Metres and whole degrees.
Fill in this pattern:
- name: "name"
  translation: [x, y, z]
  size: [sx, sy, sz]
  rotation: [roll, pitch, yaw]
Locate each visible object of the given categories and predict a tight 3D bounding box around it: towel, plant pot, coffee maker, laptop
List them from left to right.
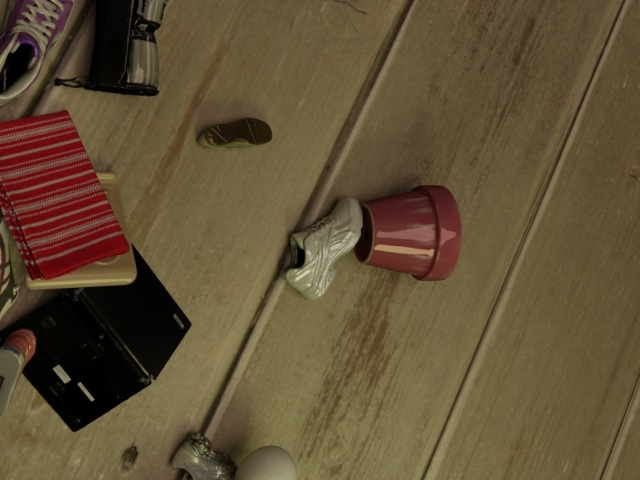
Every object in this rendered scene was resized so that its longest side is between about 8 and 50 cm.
- name: "towel"
  translation: [-0.439, -0.079, 1.554]
  size: [0.199, 0.031, 0.274]
  rotation: [-21, 86, -49]
- name: "laptop"
  translation: [-0.398, 0.163, 1.689]
  size: [0.264, 0.136, 0.234]
  rotation: [-33, 112, 0]
- name: "coffee maker"
  translation: [-0.353, -0.346, 1.618]
  size: [0.171, 0.120, 0.178]
  rotation: [3, 91, -33]
- name: "plant pot"
  translation: [0.170, -0.016, 1.959]
  size: [0.180, 0.201, 0.201]
  rotation: [0, 93, -18]

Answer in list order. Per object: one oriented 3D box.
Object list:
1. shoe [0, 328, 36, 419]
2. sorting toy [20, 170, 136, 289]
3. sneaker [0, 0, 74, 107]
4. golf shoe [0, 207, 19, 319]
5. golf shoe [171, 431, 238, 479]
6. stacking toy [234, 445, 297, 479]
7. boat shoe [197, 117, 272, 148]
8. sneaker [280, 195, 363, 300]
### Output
- name: "shoe"
  translation: [-0.525, 0.228, 1.568]
  size: [0.063, 0.081, 0.178]
  rotation: [29, 115, -5]
- name: "sorting toy"
  translation: [-0.424, -0.018, 1.613]
  size: [0.193, 0.038, 0.208]
  rotation: [-2, 70, -33]
- name: "sneaker"
  translation: [-0.460, -0.336, 1.524]
  size: [0.102, 0.161, 0.282]
  rotation: [30, 76, -30]
- name: "golf shoe"
  translation: [-0.551, 0.044, 1.544]
  size: [0.120, 0.105, 0.272]
  rotation: [27, 78, -55]
- name: "golf shoe"
  translation: [-0.213, 0.446, 1.815]
  size: [0.086, 0.069, 0.176]
  rotation: [-43, 115, 0]
- name: "stacking toy"
  translation: [-0.155, 0.597, 1.688]
  size: [0.351, 0.351, 0.479]
  rotation: [40, 62, -29]
- name: "boat shoe"
  translation: [-0.162, -0.200, 1.806]
  size: [0.153, 0.048, 0.056]
  rotation: [-14, 89, -39]
- name: "sneaker"
  translation: [0.000, 0.000, 1.899]
  size: [0.115, 0.090, 0.232]
  rotation: [35, 74, -27]
